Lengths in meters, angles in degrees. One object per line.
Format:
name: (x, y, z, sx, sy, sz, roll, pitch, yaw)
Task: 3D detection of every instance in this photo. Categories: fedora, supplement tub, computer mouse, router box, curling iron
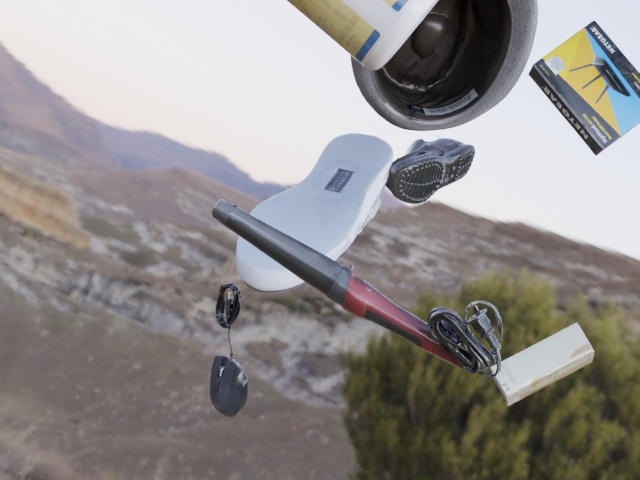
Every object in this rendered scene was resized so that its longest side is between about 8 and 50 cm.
fedora: (0.159, -0.289, 1.441, 0.243, 0.275, 0.124, 8, 28, -8)
supplement tub: (0.034, -0.313, 1.237, 0.199, 0.144, 0.144, 40, -2, -2)
computer mouse: (-0.158, 0.186, 1.757, 0.041, 0.242, 0.071, -15, 22, -42)
router box: (0.444, -0.246, 1.706, 0.179, 0.133, 0.046, 52, -8, 9)
curling iron: (0.031, 0.032, 0.876, 0.274, 0.068, 0.035, 28, 36, 13)

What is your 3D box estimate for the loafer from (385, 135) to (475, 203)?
loafer: (0.161, -0.117, 1.678, 0.078, 0.080, 0.220, 30, 28, 28)

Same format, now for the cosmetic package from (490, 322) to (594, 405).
cosmetic package: (0.259, 0.146, 1.235, 0.041, 0.115, 0.060, 63, 2, 23)

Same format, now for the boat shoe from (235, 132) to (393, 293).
boat shoe: (-0.007, -0.003, 1.440, 0.135, 0.156, 0.367, 16, 36, 14)
